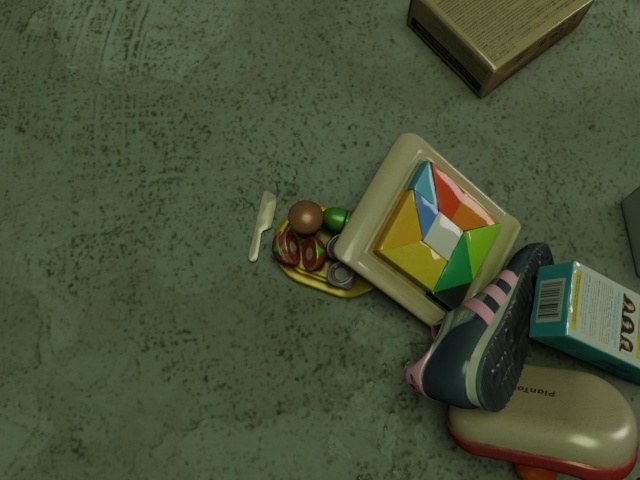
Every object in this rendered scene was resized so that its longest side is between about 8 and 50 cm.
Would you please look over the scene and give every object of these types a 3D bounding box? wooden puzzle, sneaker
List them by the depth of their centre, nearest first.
[{"bbox_3d":[0.222,0.099,0.897,0.319,0.131,0.112,-40,117,-45],"label":"sneaker"},{"bbox_3d":[0.163,-0.005,0.945,0.239,0.044,0.221,35,73,-16],"label":"wooden puzzle"}]

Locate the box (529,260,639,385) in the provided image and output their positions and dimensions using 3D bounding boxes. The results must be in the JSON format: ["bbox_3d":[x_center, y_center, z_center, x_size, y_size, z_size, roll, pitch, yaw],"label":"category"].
[{"bbox_3d":[0.388,0.117,0.885,0.244,0.060,0.100,24,69,-27],"label":"box"}]

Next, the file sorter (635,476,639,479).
[{"bbox_3d":[0.305,0.389,0.780,0.291,0.202,0.182,-7,69,-5],"label":"file sorter"}]

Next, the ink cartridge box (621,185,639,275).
[{"bbox_3d":[0.557,-0.028,0.963,0.176,0.127,0.128,-3,71,-3],"label":"ink cartridge box"}]

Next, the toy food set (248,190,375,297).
[{"bbox_3d":[0.000,0.000,0.962,0.218,0.071,0.128,18,72,4],"label":"toy food set"}]

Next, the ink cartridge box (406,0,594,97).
[{"bbox_3d":[0.293,-0.379,1.091,0.235,0.088,0.193,-36,75,-12],"label":"ink cartridge box"}]

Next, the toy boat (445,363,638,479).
[{"bbox_3d":[0.283,0.256,0.860,0.231,0.151,0.151,4,29,27],"label":"toy boat"}]
